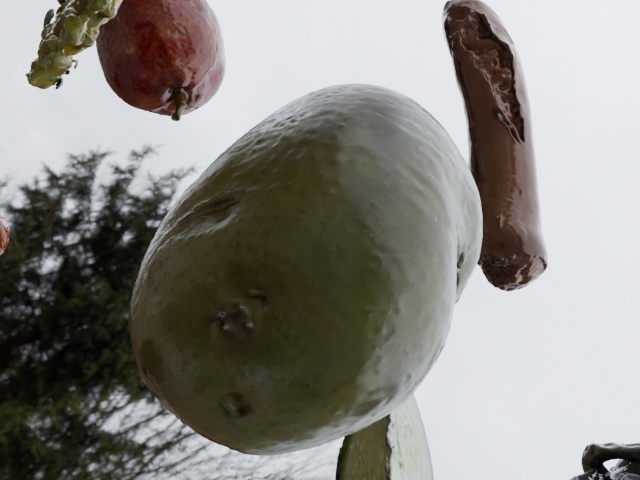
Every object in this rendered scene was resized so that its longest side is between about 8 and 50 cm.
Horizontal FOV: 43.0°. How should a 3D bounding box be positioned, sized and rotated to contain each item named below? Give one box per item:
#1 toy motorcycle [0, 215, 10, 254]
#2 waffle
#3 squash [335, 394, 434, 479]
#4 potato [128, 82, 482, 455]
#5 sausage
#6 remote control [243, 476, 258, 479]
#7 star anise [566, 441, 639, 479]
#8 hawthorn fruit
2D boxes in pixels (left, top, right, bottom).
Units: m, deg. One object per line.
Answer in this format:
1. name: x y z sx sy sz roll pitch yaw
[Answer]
1. toy motorcycle: -0.217 0.028 0.219 0.221 0.325 0.147 -30 -68 17
2. waffle: -0.268 -0.301 0.989 0.060 0.280 0.262 37 -29 -29
3. squash: 0.044 0.268 0.898 0.155 0.236 0.204 -15 -50 19
4. potato: 0.000 0.000 0.460 0.175 0.251 0.159 13 -49 17
5. sausage: 0.157 -0.100 0.737 0.078 0.078 0.304 -31 -125 51
6. remote control: -0.138 0.329 0.885 0.344 0.145 0.050 75 -10 -82
7. star anise: 0.384 0.326 1.020 0.316 0.360 0.139 -43 -127 28
8. hawthorn fruit: -0.241 -0.282 1.265 0.205 0.205 0.253 -50 -126 47
